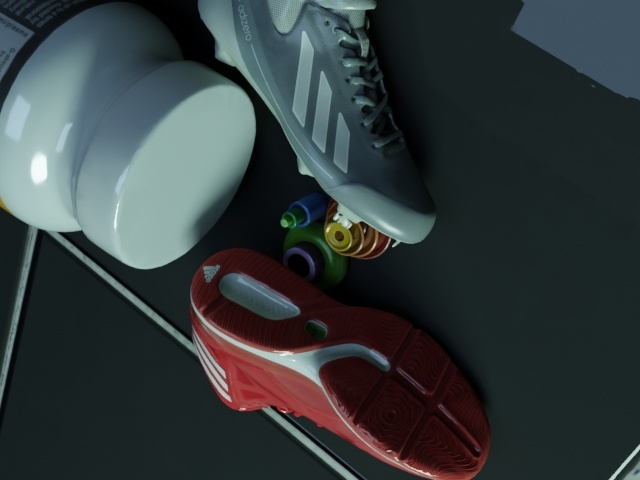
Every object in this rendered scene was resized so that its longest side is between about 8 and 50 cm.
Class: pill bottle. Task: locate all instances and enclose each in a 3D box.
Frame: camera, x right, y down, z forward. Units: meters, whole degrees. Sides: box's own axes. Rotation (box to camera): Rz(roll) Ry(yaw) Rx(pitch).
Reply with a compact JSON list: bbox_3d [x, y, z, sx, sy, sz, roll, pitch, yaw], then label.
[{"bbox_3d":[-0.191,-0.104,0.590,0.278,0.162,0.162,32,124,20],"label":"pill bottle"}]

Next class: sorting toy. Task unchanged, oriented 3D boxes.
[{"bbox_3d":[0.000,0.000,0.578,0.102,0.042,0.061,-38,86,39],"label":"sorting toy"}]

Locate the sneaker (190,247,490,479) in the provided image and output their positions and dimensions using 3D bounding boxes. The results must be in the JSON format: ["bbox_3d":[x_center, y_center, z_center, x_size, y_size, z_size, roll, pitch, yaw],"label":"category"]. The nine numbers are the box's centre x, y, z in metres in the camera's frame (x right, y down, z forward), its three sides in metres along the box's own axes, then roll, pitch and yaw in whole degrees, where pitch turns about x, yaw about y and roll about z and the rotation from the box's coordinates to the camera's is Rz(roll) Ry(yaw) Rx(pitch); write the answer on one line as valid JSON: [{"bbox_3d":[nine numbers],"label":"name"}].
[{"bbox_3d":[0.006,0.097,0.612,0.221,0.087,0.128,37,152,6],"label":"sneaker"}]

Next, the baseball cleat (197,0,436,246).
[{"bbox_3d":[0.012,-0.096,0.511,0.206,0.072,0.109,48,122,4],"label":"baseball cleat"}]
